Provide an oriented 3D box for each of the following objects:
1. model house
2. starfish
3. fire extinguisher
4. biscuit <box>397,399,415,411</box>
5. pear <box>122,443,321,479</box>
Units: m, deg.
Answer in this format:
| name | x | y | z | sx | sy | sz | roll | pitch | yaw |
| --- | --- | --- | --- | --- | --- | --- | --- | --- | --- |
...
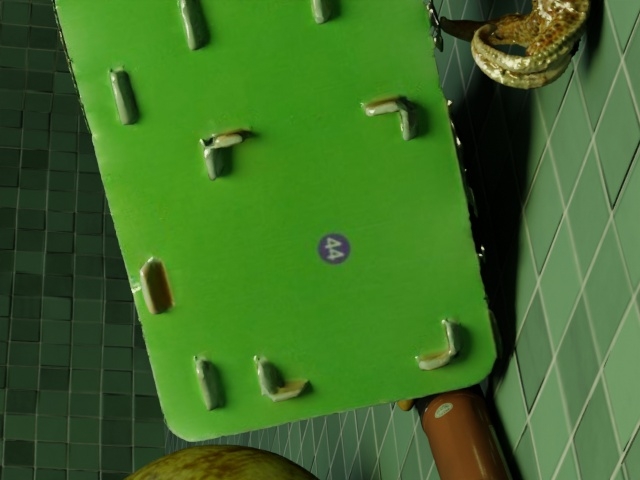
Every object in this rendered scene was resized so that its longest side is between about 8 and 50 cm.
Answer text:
| name | x | y | z | sx | sy | sz | roll | pitch | yaw |
| --- | --- | --- | --- | --- | --- | --- | --- | --- | --- |
| model house | -0.029 | -0.089 | 1.286 | 0.313 | 0.242 | 0.358 | -95 | -10 | -71 |
| starfish | 0.128 | -0.190 | 1.084 | 0.146 | 0.074 | 0.190 | -103 | 21 | -62 |
| fire extinguisher | 0.103 | 0.151 | 1.179 | 0.062 | 0.050 | 0.177 | -49 | 25 | 17 |
| biscuit | 0.069 | 0.087 | 1.475 | 0.081 | 0.018 | 0.083 | -109 | 26 | -67 |
| pear | -0.081 | 0.313 | 1.566 | 0.283 | 0.283 | 0.284 | -176 | 90 | -80 |
